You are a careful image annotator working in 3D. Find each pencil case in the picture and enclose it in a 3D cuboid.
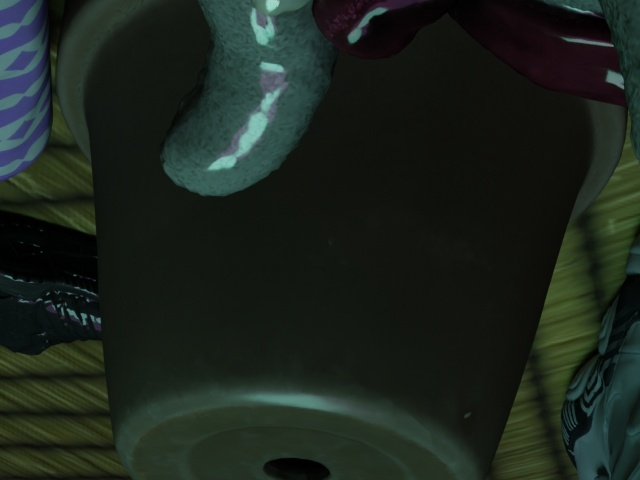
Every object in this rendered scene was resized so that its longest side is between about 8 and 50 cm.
[{"bbox_3d":[-0.159,-0.104,0.801,0.088,0.086,0.206,-3,148,-9],"label":"pencil case"}]

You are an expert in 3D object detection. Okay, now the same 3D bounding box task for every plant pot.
[{"bbox_3d":[0.000,0.000,0.807,0.263,0.229,0.263,6,149,3],"label":"plant pot"}]

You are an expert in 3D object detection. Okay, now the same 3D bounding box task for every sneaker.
[{"bbox_3d":[0.203,0.151,1.026,0.137,0.210,0.366,5,149,3],"label":"sneaker"},{"bbox_3d":[-0.147,0.035,1.065,0.170,0.051,0.089,20,146,-12],"label":"sneaker"}]

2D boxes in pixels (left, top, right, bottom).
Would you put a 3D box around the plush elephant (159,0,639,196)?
[{"bbox_3d":[0.032,-0.112,0.587,0.255,0.272,0.330,-7,115,5],"label":"plush elephant"}]
